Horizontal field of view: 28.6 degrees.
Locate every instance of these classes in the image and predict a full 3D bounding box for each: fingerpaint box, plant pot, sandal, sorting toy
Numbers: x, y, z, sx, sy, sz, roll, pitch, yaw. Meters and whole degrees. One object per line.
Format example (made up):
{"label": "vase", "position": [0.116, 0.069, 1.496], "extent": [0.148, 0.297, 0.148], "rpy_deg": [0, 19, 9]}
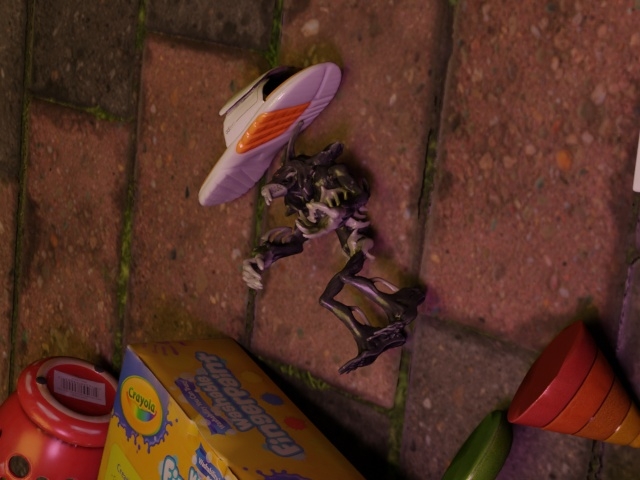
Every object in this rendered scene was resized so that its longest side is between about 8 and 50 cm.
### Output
{"label": "fingerpaint box", "position": [-0.103, 0.381, 1.463], "extent": [0.445, 0.163, 0.371], "rpy_deg": [39, 121, 49]}
{"label": "plant pot", "position": [-0.358, 0.270, 1.722], "extent": [0.191, 0.191, 0.174], "rpy_deg": [46, 120, 29]}
{"label": "sandal", "position": [-0.082, -0.138, 1.473], "extent": [0.265, 0.102, 0.076], "rpy_deg": [-45, 69, 39]}
{"label": "sorting toy", "position": [0.208, 0.243, 1.282], "extent": [0.126, 0.127, 0.365], "rpy_deg": [34, 125, 1]}

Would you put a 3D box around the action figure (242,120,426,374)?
{"label": "action figure", "position": [0.000, 0.000, 1.393], "extent": [0.276, 0.141, 0.164], "rpy_deg": [59, 140, 17]}

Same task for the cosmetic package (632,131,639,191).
{"label": "cosmetic package", "position": [0.390, -0.082, 1.062], "extent": [0.231, 0.085, 0.117], "rpy_deg": [15, 106, 38]}
